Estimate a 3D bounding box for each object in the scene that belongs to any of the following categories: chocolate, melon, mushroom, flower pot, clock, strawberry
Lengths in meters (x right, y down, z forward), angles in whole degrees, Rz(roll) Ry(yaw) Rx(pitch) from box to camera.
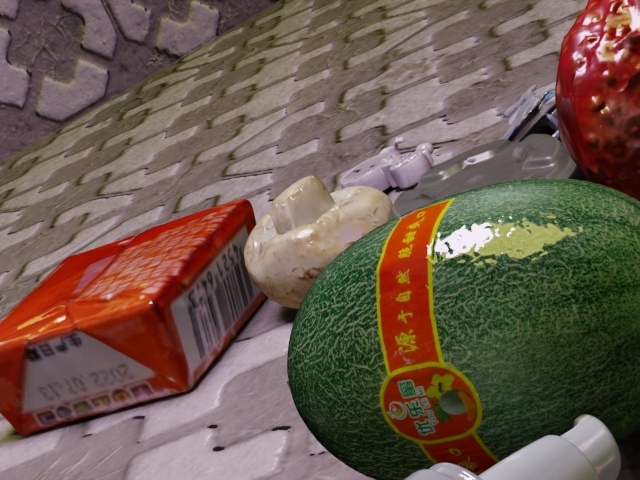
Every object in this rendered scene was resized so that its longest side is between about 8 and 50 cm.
[{"bbox_3d":[-0.185,0.073,1.497,0.235,0.108,0.237,-17,19,25],"label":"chocolate"},{"bbox_3d":[0.092,0.062,0.963,0.287,0.182,0.182,-22,14,35],"label":"melon"},{"bbox_3d":[0.000,0.000,1.441,0.148,0.112,0.148,-32,12,7],"label":"mushroom"},{"bbox_3d":[0.136,0.012,1.143,0.235,0.140,0.235,-24,17,8],"label":"flower pot"},{"bbox_3d":[0.080,-0.078,1.710,0.087,0.041,0.129,-39,15,-31],"label":"clock"},{"bbox_3d":[0.300,-0.134,1.118,0.257,0.261,0.261,-16,17,18],"label":"strawberry"}]

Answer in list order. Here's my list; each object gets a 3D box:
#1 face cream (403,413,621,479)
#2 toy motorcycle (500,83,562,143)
[{"bbox_3d":[0.061,0.170,0.803,0.251,0.101,0.101,-32,17,-25],"label":"face cream"},{"bbox_3d":[0.203,-0.084,1.396,0.239,0.108,0.204,-28,0,-3],"label":"toy motorcycle"}]
